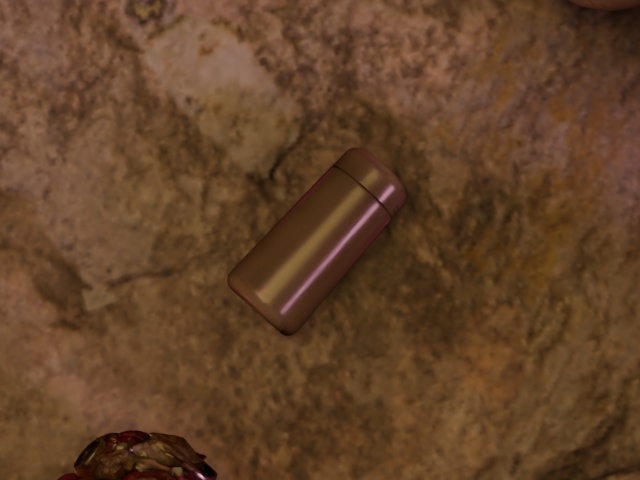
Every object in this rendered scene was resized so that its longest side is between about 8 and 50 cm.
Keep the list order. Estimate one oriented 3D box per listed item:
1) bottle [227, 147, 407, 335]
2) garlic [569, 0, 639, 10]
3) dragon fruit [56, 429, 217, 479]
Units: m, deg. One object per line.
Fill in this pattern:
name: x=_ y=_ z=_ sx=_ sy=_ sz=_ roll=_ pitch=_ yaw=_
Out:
bottle: x=0.000 y=0.000 z=0.764 sx=0.045 sy=0.045 sz=0.096 roll=42 pitch=84 yaw=10
garlic: x=0.128 y=-0.199 z=0.754 sx=0.099 sy=0.124 sz=0.174 roll=-12 pitch=86 yaw=-33
dragon fruit: x=-0.106 y=0.205 z=0.706 sx=0.125 sy=0.125 sz=0.246 roll=25 pitch=94 yaw=-11
